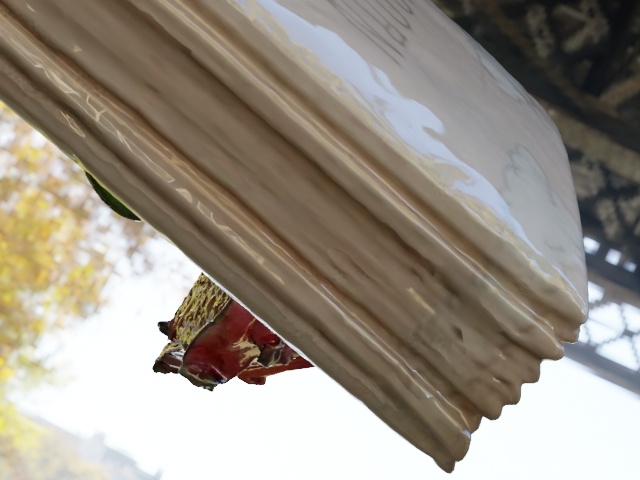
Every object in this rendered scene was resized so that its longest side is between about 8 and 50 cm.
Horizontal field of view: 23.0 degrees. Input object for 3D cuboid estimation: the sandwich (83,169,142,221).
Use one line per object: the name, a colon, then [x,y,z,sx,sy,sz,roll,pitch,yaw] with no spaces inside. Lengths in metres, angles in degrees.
sandwich: [-0.144,-0.073,1.137,0.067,0.135,0.029,-27,-16,37]

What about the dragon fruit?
dragon fruit: [0.009,0.007,0.952,0.126,0.274,0.161,32,9,-8]

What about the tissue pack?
tissue pack: [-0.066,-0.095,0.412,0.325,0.071,0.170,40,17,-10]
